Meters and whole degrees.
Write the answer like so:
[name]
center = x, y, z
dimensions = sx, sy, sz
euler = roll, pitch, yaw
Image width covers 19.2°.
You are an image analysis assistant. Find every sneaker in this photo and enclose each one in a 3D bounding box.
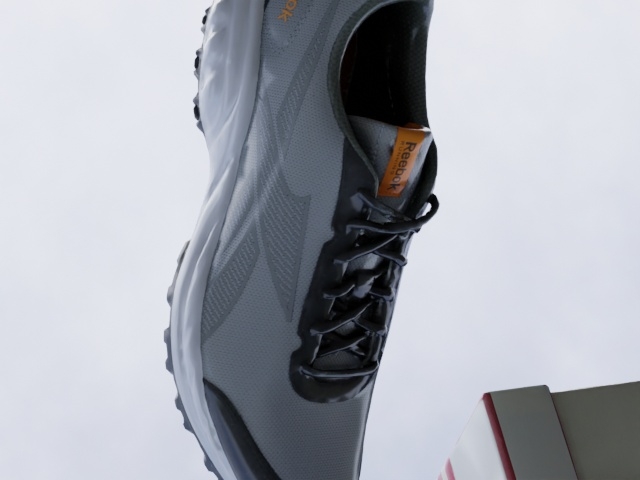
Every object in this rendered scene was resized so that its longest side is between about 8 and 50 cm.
[sneaker]
center = 0.000, 0.000, 0.857
dimensions = 0.100, 0.108, 0.272
euler = 2, -89, -47

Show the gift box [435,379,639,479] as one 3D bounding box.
[gift box]
center = 0.201, 0.247, 1.239
dimensions = 0.258, 0.255, 0.276
euler = -5, -126, -15
